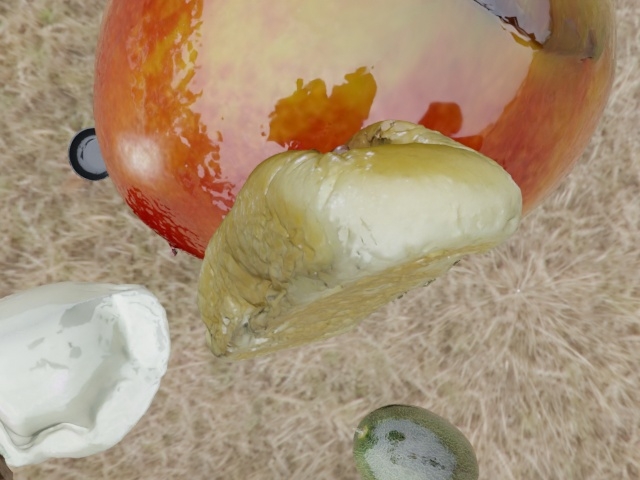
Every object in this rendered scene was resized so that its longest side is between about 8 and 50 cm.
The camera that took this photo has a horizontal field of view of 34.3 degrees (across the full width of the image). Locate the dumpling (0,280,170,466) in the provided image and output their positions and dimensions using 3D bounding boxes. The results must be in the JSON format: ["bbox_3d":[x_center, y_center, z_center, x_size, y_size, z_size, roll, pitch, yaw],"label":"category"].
[{"bbox_3d":[-0.260,0.134,1.019,0.252,0.131,0.179,-18,100,0],"label":"dumpling"}]

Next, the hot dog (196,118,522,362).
[{"bbox_3d":[0.000,0.000,0.465,0.084,0.242,0.073,-17,80,-21],"label":"hot dog"}]

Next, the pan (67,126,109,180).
[{"bbox_3d":[-0.270,-0.129,1.305,0.068,0.023,0.115,34,99,5],"label":"pan"}]

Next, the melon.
[{"bbox_3d":[0.105,0.246,1.186,0.167,0.114,0.114,30,94,-21],"label":"melon"}]

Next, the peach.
[{"bbox_3d":[0.018,-0.126,0.745,0.369,0.370,0.370,-1,87,11],"label":"peach"}]

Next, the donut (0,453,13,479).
[{"bbox_3d":[-0.218,0.128,0.312,0.269,0.269,0.103,-41,74,6],"label":"donut"}]
